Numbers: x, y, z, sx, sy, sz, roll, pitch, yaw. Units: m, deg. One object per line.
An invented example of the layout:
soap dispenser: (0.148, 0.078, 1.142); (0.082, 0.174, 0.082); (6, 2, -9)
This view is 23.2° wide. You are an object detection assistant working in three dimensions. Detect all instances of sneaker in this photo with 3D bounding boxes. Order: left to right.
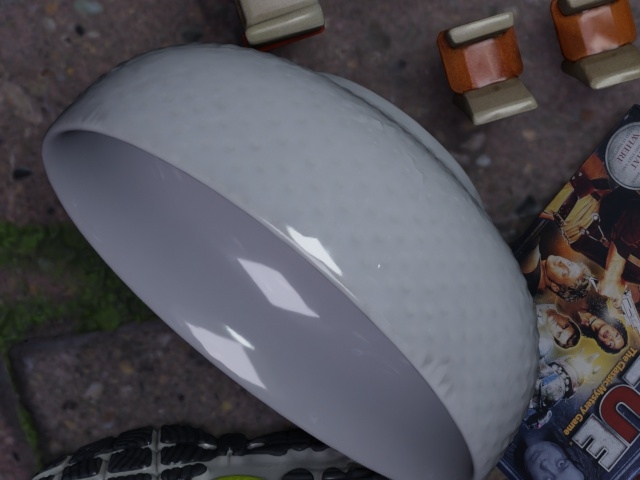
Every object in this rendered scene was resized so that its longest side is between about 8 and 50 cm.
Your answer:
sneaker: (-0.081, 0.202, 1.114); (0.275, 0.107, 0.110); (2, 114, 8)

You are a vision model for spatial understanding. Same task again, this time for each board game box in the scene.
board game box: (0.193, 0.055, 1.029); (0.165, 0.042, 0.243); (45, 108, 23)

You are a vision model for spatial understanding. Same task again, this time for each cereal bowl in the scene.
cereal bowl: (0.000, 0.000, 0.957); (0.339, 0.339, 0.141); (41, 73, -4)

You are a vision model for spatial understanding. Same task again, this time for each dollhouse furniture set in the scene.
dollhouse furniture set: (0.061, -0.206, 0.990); (0.259, 0.135, 0.262); (-17, 102, 0)
